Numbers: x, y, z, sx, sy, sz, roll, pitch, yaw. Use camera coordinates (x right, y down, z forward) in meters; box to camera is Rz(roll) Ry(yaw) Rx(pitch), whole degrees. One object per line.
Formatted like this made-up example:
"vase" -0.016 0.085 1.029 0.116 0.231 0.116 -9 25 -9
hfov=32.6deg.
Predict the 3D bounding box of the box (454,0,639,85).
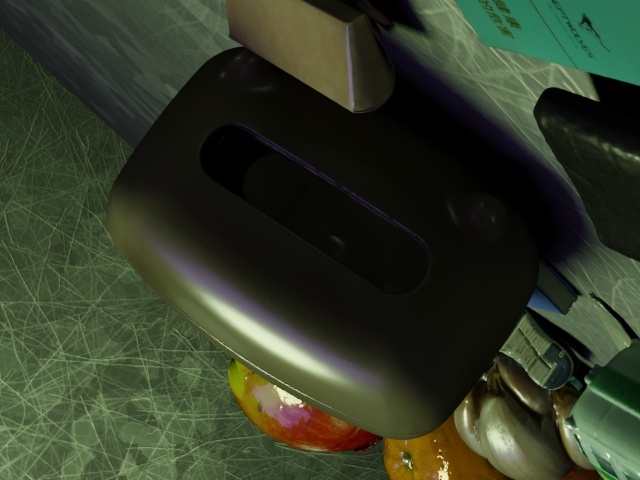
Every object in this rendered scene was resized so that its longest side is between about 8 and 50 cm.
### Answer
"box" 0.125 -0.143 0.533 0.162 0.041 0.229 47 171 -34

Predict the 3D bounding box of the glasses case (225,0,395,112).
"glasses case" -0.005 -0.190 0.876 0.193 0.070 0.102 37 143 43

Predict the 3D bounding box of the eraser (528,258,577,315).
"eraser" 0.220 0.043 1.125 0.063 0.027 0.085 45 172 -12

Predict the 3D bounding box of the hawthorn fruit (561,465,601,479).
"hawthorn fruit" 0.379 0.427 1.466 0.276 0.307 0.276 39 157 20

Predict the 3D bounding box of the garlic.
"garlic" 0.274 0.232 1.385 0.191 0.160 0.214 30 -175 -36

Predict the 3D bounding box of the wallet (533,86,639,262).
"wallet" 0.274 0.005 0.628 0.321 0.044 0.170 29 166 44

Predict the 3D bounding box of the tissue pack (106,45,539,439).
"tissue pack" 0.000 0.000 1.027 0.387 0.267 0.277 34 167 11

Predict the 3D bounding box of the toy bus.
"toy bus" 0.355 0.205 0.962 0.165 0.133 0.276 46 171 -32

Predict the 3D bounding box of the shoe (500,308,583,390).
"shoe" 0.254 0.124 1.307 0.071 0.064 0.143 21 -164 -48

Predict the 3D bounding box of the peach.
"peach" 0.008 0.230 2.075 0.370 0.370 0.370 41 172 7

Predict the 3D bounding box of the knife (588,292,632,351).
"knife" 0.346 0.150 1.131 0.298 0.017 0.047 46 177 -32

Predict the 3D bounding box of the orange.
"orange" 0.235 0.356 1.889 0.284 0.226 0.284 170 90 -68
